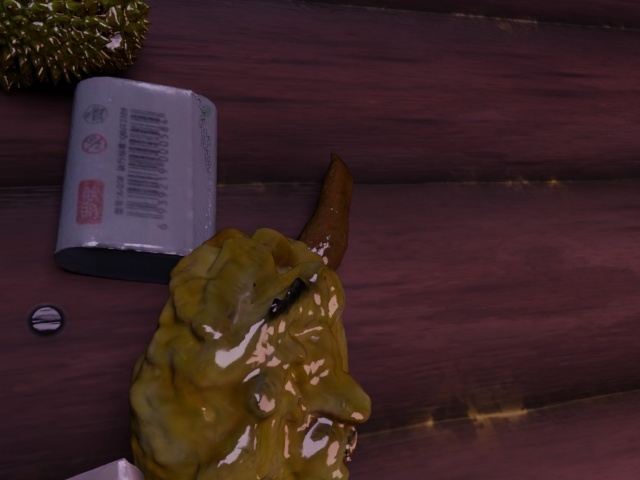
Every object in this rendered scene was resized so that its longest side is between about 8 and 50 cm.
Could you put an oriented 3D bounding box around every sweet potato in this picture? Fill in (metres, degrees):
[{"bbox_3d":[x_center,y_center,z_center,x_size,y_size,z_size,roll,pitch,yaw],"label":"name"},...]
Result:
[{"bbox_3d":[0.000,0.000,0.874,0.067,0.067,0.274,22,59,-9],"label":"sweet potato"}]

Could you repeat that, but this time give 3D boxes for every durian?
[{"bbox_3d":[-0.318,-0.279,0.852,0.237,0.176,0.200,-10,84,-37],"label":"durian"}]

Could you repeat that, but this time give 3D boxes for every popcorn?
[{"bbox_3d":[-0.070,0.130,0.687,0.252,0.215,0.286,48,52,-38],"label":"popcorn"}]

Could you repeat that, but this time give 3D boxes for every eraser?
[{"bbox_3d":[-0.203,-0.069,0.825,0.174,0.081,0.227,8,58,-21],"label":"eraser"}]

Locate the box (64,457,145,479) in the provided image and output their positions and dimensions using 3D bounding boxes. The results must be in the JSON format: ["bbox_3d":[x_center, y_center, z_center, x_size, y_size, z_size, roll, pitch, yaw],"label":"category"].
[{"bbox_3d":[-0.274,0.316,0.513,0.343,0.065,0.200,-19,64,-10],"label":"box"}]
